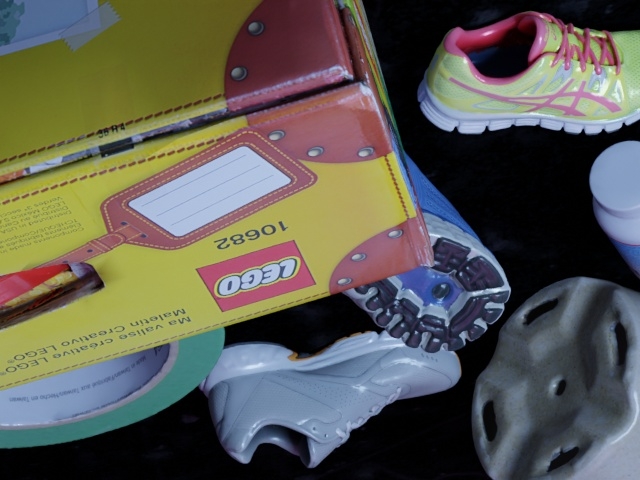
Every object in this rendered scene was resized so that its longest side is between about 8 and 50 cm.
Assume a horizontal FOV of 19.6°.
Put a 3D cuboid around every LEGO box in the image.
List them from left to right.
[{"bbox_3d":[-0.231,-0.112,1.012,0.500,0.372,0.193,-16,150,5],"label":"LEGO box"}]

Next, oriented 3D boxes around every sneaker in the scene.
[{"bbox_3d":[-0.001,-0.037,1.461,0.330,0.147,0.130,35,107,-27],"label":"sneaker"},{"bbox_3d":[0.015,0.163,1.809,0.262,0.121,0.099,-6,150,-12],"label":"sneaker"},{"bbox_3d":[0.181,-0.135,1.420,0.208,0.081,0.094,-9,147,-7],"label":"sneaker"}]

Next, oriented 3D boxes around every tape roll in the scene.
[{"bbox_3d":[-0.246,0.077,1.610,0.321,0.077,0.321,-10,149,-6],"label":"tape roll"}]

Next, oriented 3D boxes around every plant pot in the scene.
[{"bbox_3d":[0.329,0.191,1.827,0.305,0.334,0.334,25,133,-32],"label":"plant pot"}]

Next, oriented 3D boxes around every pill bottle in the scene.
[{"bbox_3d":[0.292,-0.025,1.639,0.087,0.087,0.160,-23,149,16],"label":"pill bottle"}]
